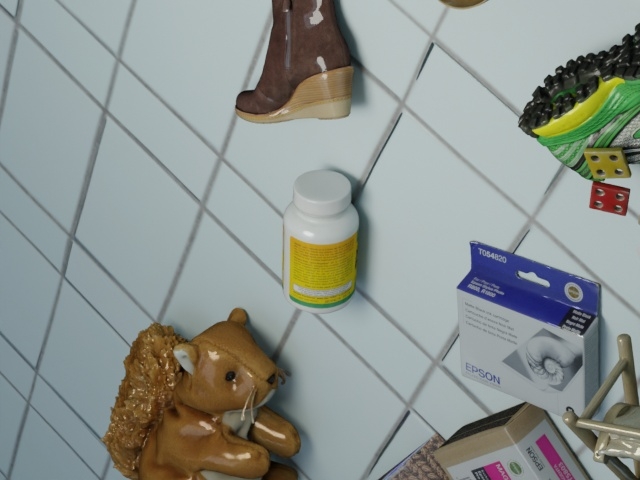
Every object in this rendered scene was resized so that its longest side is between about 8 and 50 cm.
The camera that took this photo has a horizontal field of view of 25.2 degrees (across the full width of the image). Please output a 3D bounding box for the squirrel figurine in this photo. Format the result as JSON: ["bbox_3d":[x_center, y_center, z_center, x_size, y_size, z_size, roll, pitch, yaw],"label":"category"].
[{"bbox_3d":[-0.228,0.294,2.545,0.397,0.281,0.370,24,126,31],"label":"squirrel figurine"}]

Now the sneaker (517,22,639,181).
[{"bbox_3d":[0.400,-0.176,1.665,0.146,0.134,0.343,40,143,-20],"label":"sneaker"}]

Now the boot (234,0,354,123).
[{"bbox_3d":[-0.048,-0.280,2.102,0.248,0.090,0.207,3,106,47],"label":"boot"}]

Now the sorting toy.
[{"bbox_3d":[0.434,-0.035,1.674,0.274,0.046,0.132,16,145,13],"label":"sorting toy"}]

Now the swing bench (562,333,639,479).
[{"bbox_3d":[0.483,0.277,1.812,0.253,0.165,0.254,7,134,44],"label":"swing bench"}]

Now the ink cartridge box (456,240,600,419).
[{"bbox_3d":[0.293,0.132,2.041,0.223,0.045,0.224,20,129,37],"label":"ink cartridge box"}]

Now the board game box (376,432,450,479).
[{"bbox_3d":[0.102,0.481,2.348,0.141,0.232,0.291,49,142,7],"label":"board game box"}]

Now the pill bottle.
[{"bbox_3d":[0.000,0.000,2.202,0.117,0.117,0.208,28,134,31],"label":"pill bottle"}]

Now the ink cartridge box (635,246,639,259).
[{"bbox_3d":[0.445,0.017,1.809,0.083,0.028,0.048,-14,105,50],"label":"ink cartridge box"}]

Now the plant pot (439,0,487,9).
[{"bbox_3d":[0.189,-0.394,1.715,0.236,0.032,0.236,0,90,59],"label":"plant pot"}]

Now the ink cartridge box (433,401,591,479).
[{"bbox_3d":[0.309,0.376,2.168,0.234,0.088,0.193,56,143,0],"label":"ink cartridge box"}]
